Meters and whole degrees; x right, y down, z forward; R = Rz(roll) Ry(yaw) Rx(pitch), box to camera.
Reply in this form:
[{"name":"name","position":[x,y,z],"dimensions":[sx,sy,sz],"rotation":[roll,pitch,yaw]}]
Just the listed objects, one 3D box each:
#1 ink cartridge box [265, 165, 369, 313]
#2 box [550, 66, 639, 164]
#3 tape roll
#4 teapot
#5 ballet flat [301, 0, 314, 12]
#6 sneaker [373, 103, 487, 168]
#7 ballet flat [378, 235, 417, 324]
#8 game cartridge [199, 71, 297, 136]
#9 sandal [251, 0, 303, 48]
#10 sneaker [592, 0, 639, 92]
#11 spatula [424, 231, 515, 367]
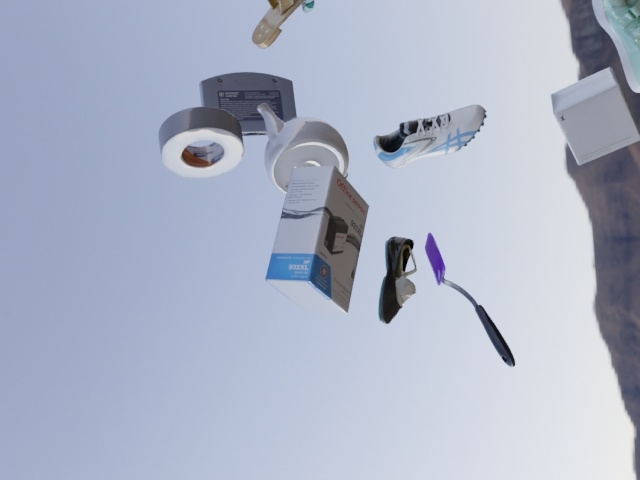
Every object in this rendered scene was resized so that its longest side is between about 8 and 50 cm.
[{"name":"ink cartridge box","position":[0.000,0.000,1.763],"dimensions":[0.223,0.129,0.307],"rotation":[44,-128,-52]},{"name":"box","position":[0.422,-0.192,1.099],"dimensions":[0.102,0.101,0.087],"rotation":[57,-153,-19]},{"name":"tape roll","position":[-0.312,-0.253,1.874],"dimensions":[0.219,0.219,0.072],"rotation":[38,-146,-54]},{"name":"teapot","position":[-0.041,-0.255,2.012],"dimensions":[0.256,0.253,0.187],"rotation":[90,171,-46]},{"name":"ballet flat","position":[-0.038,-0.684,2.026],"dimensions":[0.114,0.041,0.041],"rotation":[122,145,-87]},{"name":"sneaker","position":[0.212,-0.211,1.411],"dimensions":[0.086,0.237,0.085],"rotation":[39,-138,-42]},{"name":"ballet flat","position":[0.224,0.105,2.038],"dimensions":[0.095,0.096,0.280],"rotation":[49,-139,-50]},{"name":"game cartridge","position":[-0.222,-0.421,2.203],"dimensions":[0.294,0.060,0.195],"rotation":[-4,-93,-20]},{"name":"sandal","position":[-0.101,-0.574,1.687],"dimensions":[0.079,0.088,0.240],"rotation":[24,-79,-54]},{"name":"sneaker","position":[0.517,-0.339,1.078],"dimensions":[0.256,0.151,0.094],"rotation":[49,-115,-30]},{"name":"spatula","position":[0.267,0.107,1.308],"dimensions":[0.296,0.030,0.084],"rotation":[56,163,28]}]
